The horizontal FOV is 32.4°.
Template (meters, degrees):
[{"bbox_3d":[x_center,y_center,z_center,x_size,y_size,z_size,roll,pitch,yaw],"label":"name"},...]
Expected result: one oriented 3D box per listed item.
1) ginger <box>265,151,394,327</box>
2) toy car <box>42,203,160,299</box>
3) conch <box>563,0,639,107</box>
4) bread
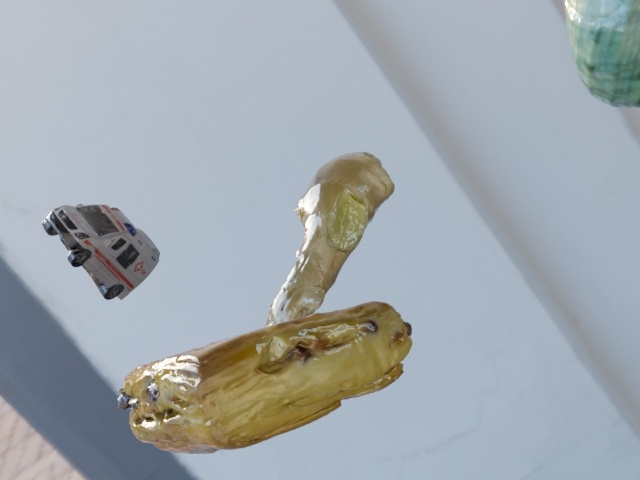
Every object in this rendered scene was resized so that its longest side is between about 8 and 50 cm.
[{"bbox_3d":[0.000,0.000,1.328,0.131,0.086,0.294,-3,49,41],"label":"ginger"},{"bbox_3d":[-0.318,0.002,1.620,0.108,0.210,0.089,-38,62,-5],"label":"toy car"},{"bbox_3d":[0.286,-0.191,0.933,0.176,0.188,0.122,-60,30,26],"label":"conch"},{"bbox_3d":[-0.051,0.131,1.017,0.235,0.099,0.210,-13,-4,-35],"label":"bread"}]
